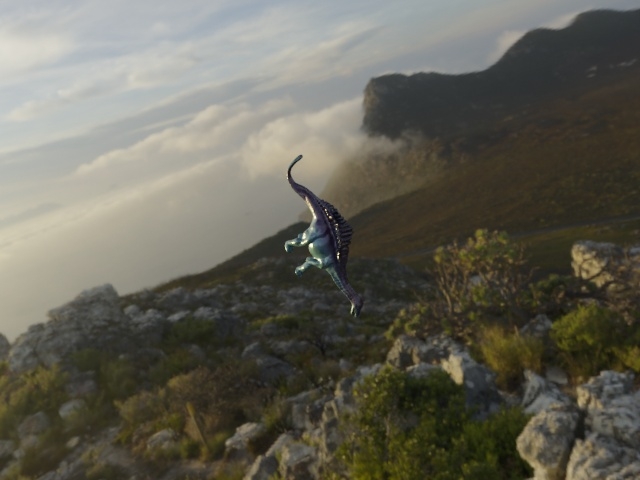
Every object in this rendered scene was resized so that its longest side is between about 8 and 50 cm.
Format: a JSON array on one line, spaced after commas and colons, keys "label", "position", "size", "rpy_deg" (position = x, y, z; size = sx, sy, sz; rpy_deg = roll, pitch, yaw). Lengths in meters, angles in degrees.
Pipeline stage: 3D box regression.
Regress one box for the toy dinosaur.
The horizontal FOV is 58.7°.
[{"label": "toy dinosaur", "position": [0.000, 0.000, 0.653], "size": [0.080, 0.197, 0.045], "rpy_deg": [-17, 7, 36]}]
